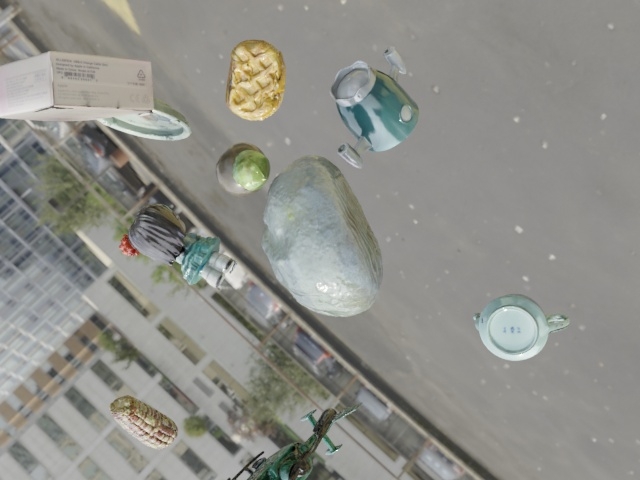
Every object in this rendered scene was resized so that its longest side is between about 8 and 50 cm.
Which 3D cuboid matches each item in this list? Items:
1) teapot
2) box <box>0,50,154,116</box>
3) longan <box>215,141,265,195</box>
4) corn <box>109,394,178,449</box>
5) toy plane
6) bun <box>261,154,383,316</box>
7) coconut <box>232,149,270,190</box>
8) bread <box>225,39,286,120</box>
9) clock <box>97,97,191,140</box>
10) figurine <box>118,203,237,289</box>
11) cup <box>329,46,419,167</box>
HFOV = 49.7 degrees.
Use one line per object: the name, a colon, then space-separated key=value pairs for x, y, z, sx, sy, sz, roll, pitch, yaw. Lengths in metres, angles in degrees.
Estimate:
teapot: x=0.471 y=0.194 z=1.650 sx=0.232 sy=0.159 sz=0.159 roll=-2 pitch=142 yaw=24
box: x=-0.467 y=-0.281 z=1.295 sx=0.251 sy=0.203 sz=0.106 roll=3 pitch=99 yaw=43
longan: x=-0.241 y=-0.220 z=2.124 sx=0.167 sy=0.167 sz=0.187 roll=54 pitch=-176 yaw=-34
corn: x=-0.377 y=0.387 z=1.480 sx=0.079 sy=0.079 sz=0.237 roll=35 pitch=161 yaw=30
toy plane: x=-0.055 y=0.435 z=1.337 sx=0.155 sy=0.381 sz=0.106 roll=-38 pitch=86 yaw=41
bun: x=0.000 y=0.000 z=1.450 sx=0.362 sy=0.211 sz=0.362 roll=56 pitch=-162 yaw=-28
coconut: x=-0.153 y=-0.156 z=1.544 sx=0.096 sy=0.088 sz=0.088 roll=28 pitch=159 yaw=36
bread: x=-0.090 y=-0.221 z=0.958 sx=0.083 sy=0.111 sz=0.044 roll=11 pitch=-163 yaw=8
clock: x=-0.409 y=-0.290 z=1.578 sx=0.236 sy=0.053 sz=0.236 roll=10 pitch=169 yaw=2
figurine: x=-0.309 y=0.020 z=1.494 sx=0.245 sy=0.138 sz=0.110 roll=31 pitch=174 yaw=7
cup: x=0.111 y=-0.315 z=1.581 sx=0.167 sy=0.300 sz=0.173 roll=9 pitch=158 yaw=45
